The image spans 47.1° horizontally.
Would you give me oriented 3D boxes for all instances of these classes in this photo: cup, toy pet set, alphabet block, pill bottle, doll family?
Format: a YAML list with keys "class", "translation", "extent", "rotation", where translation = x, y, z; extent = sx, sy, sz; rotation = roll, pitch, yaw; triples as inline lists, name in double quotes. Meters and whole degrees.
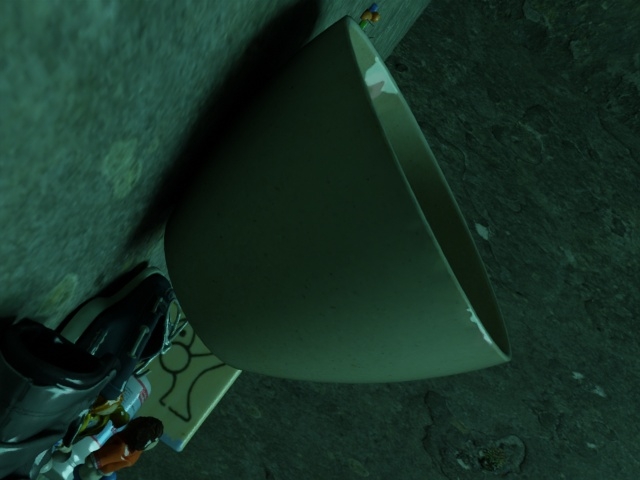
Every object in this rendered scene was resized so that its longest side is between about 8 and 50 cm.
- class: "cup"
  translation: [0.000, 0.000, 0.684]
  extent: [0.237, 0.331, 0.331]
  rotation: [-26, -170, 15]
- class: "toy pet set"
  translation: [0.058, -0.268, 1.081]
  extent: [0.122, 0.065, 0.114]
  rotation: [-51, -177, 38]
- class: "alphabet block"
  translation: [-0.263, 0.235, 1.337]
  extent: [0.197, 0.192, 0.193]
  rotation: [-52, -176, -9]
- class: "pill bottle"
  translation: [-0.298, 0.229, 0.946]
  extent: [0.160, 0.087, 0.087]
  rotation: [-54, -177, -36]
- class: "doll family"
  translation: [-0.274, 0.209, 0.721]
  extent: [0.163, 0.118, 0.263]
  rotation: [-44, 169, 34]

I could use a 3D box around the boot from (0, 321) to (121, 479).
- class: "boot"
  translation: [-0.204, 0.147, 0.376]
  extent: [0.223, 0.118, 0.338]
  rotation: [-56, -166, -5]

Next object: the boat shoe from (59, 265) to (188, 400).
- class: "boat shoe"
  translation: [-0.183, 0.087, 0.722]
  extent: [0.095, 0.079, 0.254]
  rotation: [-53, -178, 4]
